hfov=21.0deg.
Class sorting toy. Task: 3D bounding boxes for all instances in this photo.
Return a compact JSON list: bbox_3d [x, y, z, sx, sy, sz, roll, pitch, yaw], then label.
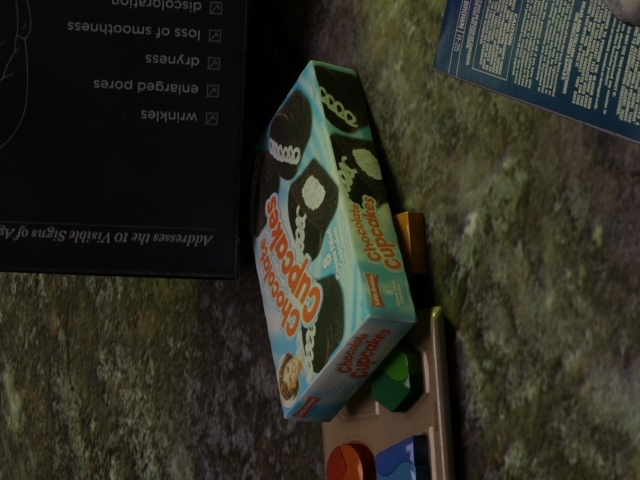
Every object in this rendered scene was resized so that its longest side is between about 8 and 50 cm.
[{"bbox_3d":[0.053,0.135,1.706,0.229,0.041,0.307,-17,74,57],"label":"sorting toy"}]

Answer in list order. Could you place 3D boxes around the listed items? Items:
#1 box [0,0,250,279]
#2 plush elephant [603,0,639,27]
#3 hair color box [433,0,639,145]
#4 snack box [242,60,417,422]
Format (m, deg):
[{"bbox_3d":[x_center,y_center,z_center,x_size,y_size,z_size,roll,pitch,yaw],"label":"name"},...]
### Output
[{"bbox_3d":[-0.332,-0.201,1.884,0.297,0.480,0.471,180,93,-77],"label":"box"},{"bbox_3d":[0.343,-0.266,1.024,0.330,0.272,0.255,16,129,25],"label":"plush elephant"},{"bbox_3d":[0.254,-0.131,1.271,0.347,0.174,0.105,30,112,54],"label":"hair color box"},{"bbox_3d":[0.000,0.000,1.745,0.187,0.060,0.322,-54,38,43],"label":"snack box"}]
